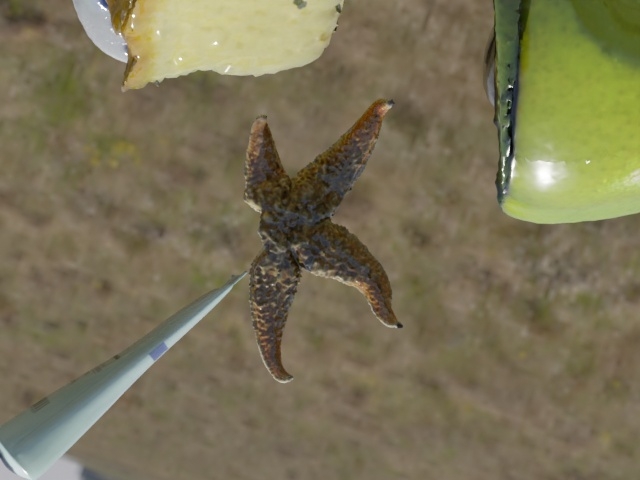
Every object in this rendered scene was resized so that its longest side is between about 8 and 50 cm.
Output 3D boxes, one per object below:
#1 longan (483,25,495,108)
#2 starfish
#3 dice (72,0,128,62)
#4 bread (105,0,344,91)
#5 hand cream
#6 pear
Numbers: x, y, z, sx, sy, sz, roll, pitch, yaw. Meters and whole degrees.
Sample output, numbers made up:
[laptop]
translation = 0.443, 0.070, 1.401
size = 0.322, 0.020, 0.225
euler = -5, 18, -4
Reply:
[longan]
translation = 0.239, -0.174, 1.540
size = 0.189, 0.189, 0.189
euler = 18, 171, 3
[starfish]
translation = 0.001, 0.000, 1.504
size = 0.138, 0.247, 0.050
euler = -4, -171, -6
[dice]
translation = -0.204, -0.347, 2.165
size = 0.194, 0.192, 0.193
euler = 1, 149, 13
[bread]
translation = -0.052, -0.266, 1.412
size = 0.248, 0.315, 0.279
euler = -9, -162, -20
[hand cream]
translation = -0.210, 0.132, 1.785
size = 0.067, 0.321, 0.109
euler = 50, 170, -3
[pear]
translation = 0.225, -0.156, 1.066
size = 0.292, 0.292, 0.159
euler = 18, 157, 3
